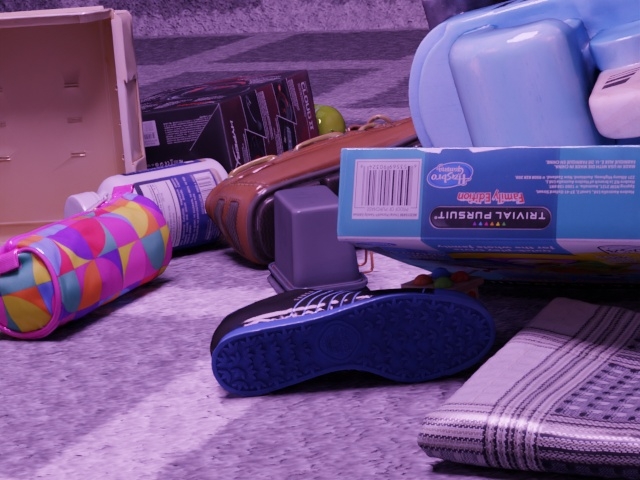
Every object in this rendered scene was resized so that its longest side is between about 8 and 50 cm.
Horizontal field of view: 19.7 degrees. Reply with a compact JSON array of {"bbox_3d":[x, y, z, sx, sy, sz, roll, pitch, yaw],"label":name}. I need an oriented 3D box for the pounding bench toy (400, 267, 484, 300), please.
[{"bbox_3d":[0.094,0.062,1.550,0.052,0.065,0.083,8,19,44],"label":"pounding bench toy"}]

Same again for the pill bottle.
[{"bbox_3d":[-0.184,-0.029,1.975,0.169,0.094,0.094,-12,15,-28],"label":"pill bottle"}]

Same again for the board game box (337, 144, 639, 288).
[{"bbox_3d":[0.194,-0.013,1.558,0.254,0.079,0.336,1,-8,23],"label":"board game box"}]

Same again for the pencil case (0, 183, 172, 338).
[{"bbox_3d":[-0.235,0.019,1.782,0.104,0.104,0.236,1,15,22],"label":"pencil case"}]

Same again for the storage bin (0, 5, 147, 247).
[{"bbox_3d":[-0.339,-0.124,2.074,0.260,0.262,0.123,-3,11,10],"label":"storage bin"}]

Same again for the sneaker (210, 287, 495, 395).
[{"bbox_3d":[0.024,0.070,1.506,0.232,0.081,0.090,-6,20,2],"label":"sneaker"}]

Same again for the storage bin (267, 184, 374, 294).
[{"bbox_3d":[0.000,0.000,1.793,0.098,0.091,0.135,-7,14,-10],"label":"storage bin"}]

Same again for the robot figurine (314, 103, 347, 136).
[{"bbox_3d":[-0.016,-0.151,2.488,0.115,0.067,0.101,5,8,35],"label":"robot figurine"}]

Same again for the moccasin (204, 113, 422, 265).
[{"bbox_3d":[0.060,-0.065,1.989,0.380,0.139,0.147,-20,27,-21],"label":"moccasin"}]

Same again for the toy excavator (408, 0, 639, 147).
[{"bbox_3d":[0.263,-0.132,1.658,0.433,0.222,0.445,-12,14,23],"label":"toy excavator"}]

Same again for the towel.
[{"bbox_3d":[0.275,0.101,1.341,0.312,0.056,0.324,2,14,29],"label":"towel"}]

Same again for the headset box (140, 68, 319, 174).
[{"bbox_3d":[-0.147,-0.136,2.340,0.218,0.110,0.293,-6,11,25],"label":"headset box"}]
